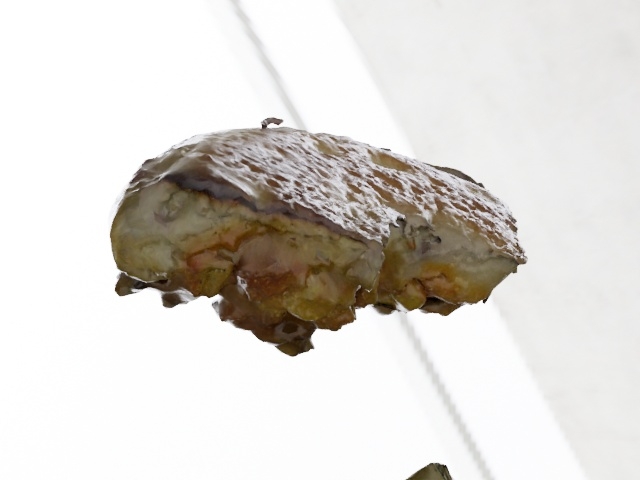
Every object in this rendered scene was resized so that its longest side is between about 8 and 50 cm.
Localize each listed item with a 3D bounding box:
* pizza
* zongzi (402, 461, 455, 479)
[{"bbox_3d":[0.000,0.000,0.935,0.305,0.161,0.085,-1,-59,-54],"label":"pizza"},{"bbox_3d":[0.071,0.157,0.883,0.040,0.076,0.083,-36,-117,-17],"label":"zongzi"}]
